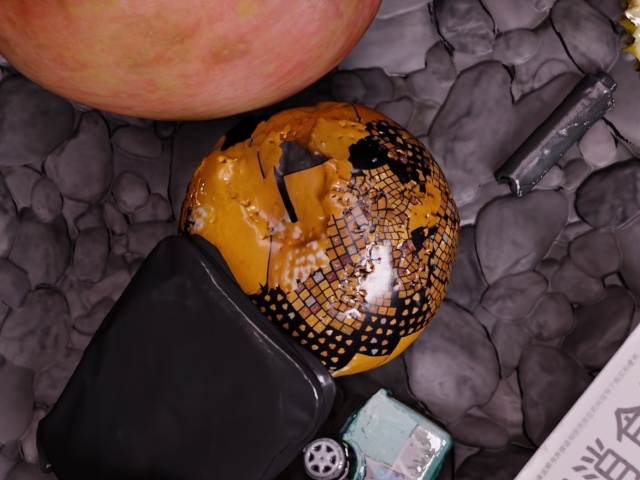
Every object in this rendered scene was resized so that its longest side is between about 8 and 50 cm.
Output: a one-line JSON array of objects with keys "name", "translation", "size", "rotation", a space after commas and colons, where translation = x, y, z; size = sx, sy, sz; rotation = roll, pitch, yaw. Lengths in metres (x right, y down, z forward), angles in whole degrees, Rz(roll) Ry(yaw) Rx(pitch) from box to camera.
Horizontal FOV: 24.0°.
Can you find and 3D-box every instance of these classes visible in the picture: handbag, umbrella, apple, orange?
[{"name": "handbag", "translation": [-0.121, 0.148, 1.226], "size": [0.191, 0.075, 0.332], "rotation": [46, 131, 10]}, {"name": "umbrella", "translation": [0.204, -0.091, 1.289], "size": [0.036, 0.031, 0.133], "rotation": [43, 91, -11]}, {"name": "apple", "translation": [-0.122, -0.269, 1.233], "size": [0.363, 0.364, 0.364], "rotation": [-2, 80, 12]}, {"name": "orange", "translation": [0.000, 0.000, 1.237], "size": [0.234, 0.182, 0.234], "rotation": [-2, 83, 19]}]

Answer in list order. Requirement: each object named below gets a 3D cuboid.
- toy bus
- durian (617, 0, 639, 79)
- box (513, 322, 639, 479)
[{"name": "toy bus", "translation": [0.009, 0.246, 1.247], "size": [0.109, 0.091, 0.262], "rotation": [30, 90, 9]}, {"name": "durian", "translation": [0.351, -0.222, 1.231], "size": [0.249, 0.183, 0.138], "rotation": [-27, 40, 10]}, {"name": "box", "translation": [0.237, 0.223, 1.170], "size": [0.173, 0.145, 0.333], "rotation": [39, 91, 18]}]
